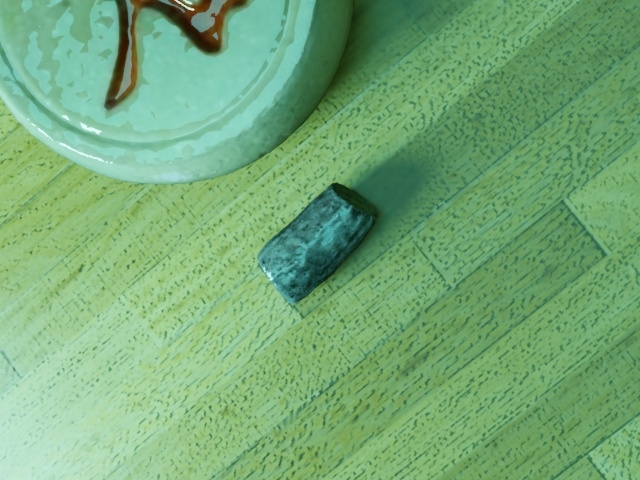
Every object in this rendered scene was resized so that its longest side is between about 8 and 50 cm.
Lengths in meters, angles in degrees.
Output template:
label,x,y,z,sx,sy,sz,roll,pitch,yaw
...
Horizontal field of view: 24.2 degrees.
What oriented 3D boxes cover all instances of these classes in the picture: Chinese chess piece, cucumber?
label,x,y,z,sx,sy,sz,roll,pitch,yaw
Chinese chess piece,-0.138,-0.216,1.302,0.338,0.140,0.338,1,93,12
cucumber,-0.002,0.001,1.325,0.112,0.064,0.064,-42,84,7
